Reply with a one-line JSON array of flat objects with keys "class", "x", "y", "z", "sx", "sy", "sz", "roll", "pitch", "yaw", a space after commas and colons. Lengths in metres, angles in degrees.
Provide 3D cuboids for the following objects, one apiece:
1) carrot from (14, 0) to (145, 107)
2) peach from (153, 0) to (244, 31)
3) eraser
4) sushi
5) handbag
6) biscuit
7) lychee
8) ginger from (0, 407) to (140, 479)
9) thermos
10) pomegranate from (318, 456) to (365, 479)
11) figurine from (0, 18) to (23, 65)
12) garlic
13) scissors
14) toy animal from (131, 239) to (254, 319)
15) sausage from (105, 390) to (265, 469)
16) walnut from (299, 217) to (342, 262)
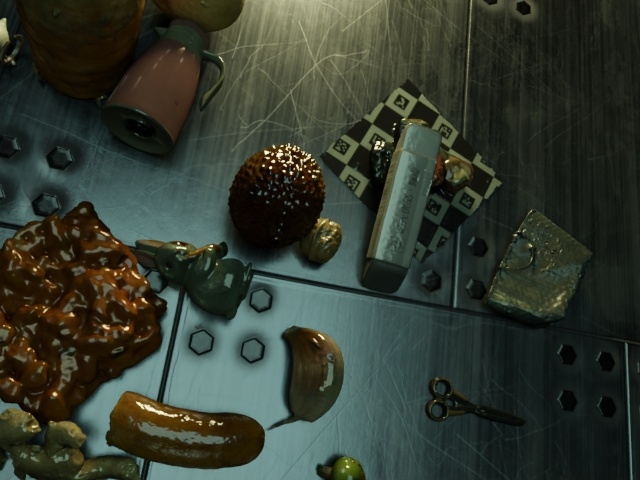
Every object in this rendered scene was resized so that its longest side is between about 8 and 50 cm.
[{"class": "carrot", "x": -0.431, "y": -0.428, "z": 1.024, "sx": 0.224, "sy": 0.341, "sz": 0.224, "roll": 6, "pitch": 69, "yaw": -15}, {"class": "peach", "x": -0.264, "y": -0.551, "z": 1.167, "sx": 0.232, "sy": 0.232, "sz": 0.233, "roll": 4, "pitch": 73, "yaw": -13}, {"class": "eraser", "x": 0.169, "y": -0.065, "z": 1.178, "sx": 0.089, "sy": 0.061, "sz": 0.352, "roll": 15, "pitch": 86, "yaw": -11}, {"class": "sushi", "x": 0.221, "y": -0.175, "z": 1.260, "sx": 0.320, "sy": 0.069, "sz": 0.339, "roll": -41, "pitch": 87, "yaw": -21}, {"class": "handbag", "x": 0.484, "y": 0.070, "z": 1.257, "sx": 0.175, "sy": 0.089, "sz": 0.270, "roll": 32, "pitch": 69, "yaw": 5}, {"class": "biscuit", "x": -0.451, "y": 0.124, "z": 0.979, "sx": 0.312, "sy": 0.110, "sz": 0.318, "roll": -37, "pitch": 86, "yaw": -22}, {"class": "lychee", "x": -0.082, "y": -0.078, "z": 1.085, "sx": 0.200, "sy": 0.200, "sz": 0.238, "roll": 5, "pitch": 44, "yaw": -13}, {"class": "ginger", "x": -0.418, "y": 0.342, "z": 0.912, "sx": 0.258, "sy": 0.149, "sz": 0.065, "roll": 15, "pitch": 34, "yaw": -7}, {"class": "thermos", "x": -0.298, "y": -0.315, "z": 1.131, "sx": 0.176, "sy": 0.146, "sz": 0.265, "roll": 24, "pitch": 66, "yaw": -7}, {"class": "pomegranate", "x": 0.040, "y": 0.438, "z": 1.037, "sx": 0.084, "sy": 0.073, "sz": 0.073, "roll": -17, "pitch": 79, "yaw": -1}, {"class": "figurine", "x": -0.653, "y": -0.401, "z": 1.080, "sx": 0.153, "sy": 0.132, "sz": 0.132, "roll": 31, "pitch": 69, "yaw": -16}, {"class": "garlic", "x": -0.022, "y": 0.267, "z": 1.071, "sx": 0.128, "sy": 0.090, "sz": 0.198, "roll": 8, "pitch": 79, "yaw": 4}, {"class": "scissors", "x": 0.323, "y": 0.348, "z": 1.163, "sx": 0.220, "sy": 0.017, "sz": 0.088, "roll": 18, "pitch": 70, "yaw": -10}, {"class": "toy animal", "x": -0.242, "y": 0.055, "z": 1.052, "sx": 0.236, "sy": 0.108, "sz": 0.138, "roll": 17, "pitch": 71, "yaw": -9}, {"class": "sausage", "x": -0.228, "y": 0.334, "z": 0.978, "sx": 0.270, "sy": 0.109, "sz": 0.109, "roll": 13, "pitch": 71, "yaw": -11}, {"class": "walnut", "x": 0.000, "y": 0.000, "z": 1.149, "sx": 0.078, "sy": 0.082, "sz": 0.096, "roll": 22, "pitch": 68, "yaw": 23}]
